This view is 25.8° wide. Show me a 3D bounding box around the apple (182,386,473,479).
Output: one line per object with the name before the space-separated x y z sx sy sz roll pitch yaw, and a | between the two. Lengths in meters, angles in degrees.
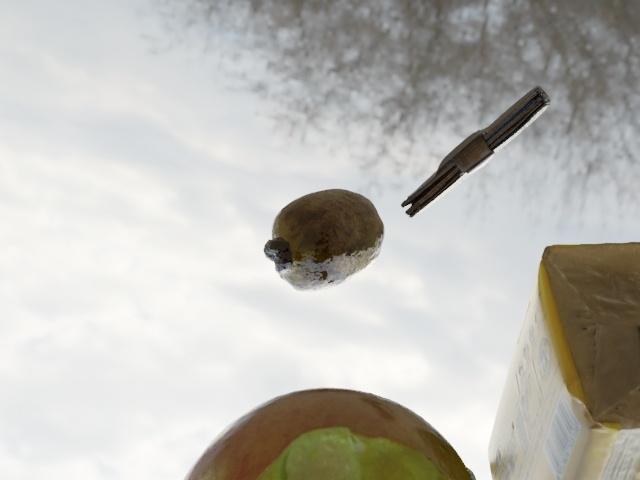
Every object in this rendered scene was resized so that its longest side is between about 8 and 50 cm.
apple | 0.010 0.308 1.397 0.340 0.339 0.339 14 -167 -3

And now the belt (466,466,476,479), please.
belt | 0.142 0.365 2.069 0.179 0.100 0.065 12 -178 36

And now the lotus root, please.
lotus root | 0.000 0.000 2.094 0.128 0.145 0.260 -15 -178 35

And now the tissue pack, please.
tissue pack | 0.351 0.232 1.686 0.228 0.382 0.293 0 -136 -9

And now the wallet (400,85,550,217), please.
wallet | 0.199 -0.114 1.794 0.042 0.230 0.124 52 -168 2
